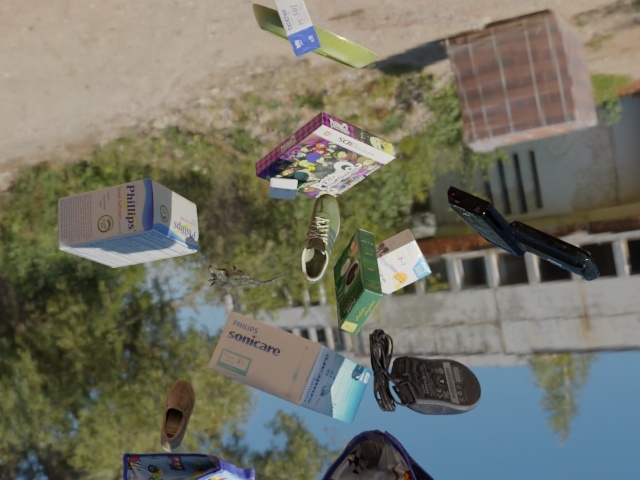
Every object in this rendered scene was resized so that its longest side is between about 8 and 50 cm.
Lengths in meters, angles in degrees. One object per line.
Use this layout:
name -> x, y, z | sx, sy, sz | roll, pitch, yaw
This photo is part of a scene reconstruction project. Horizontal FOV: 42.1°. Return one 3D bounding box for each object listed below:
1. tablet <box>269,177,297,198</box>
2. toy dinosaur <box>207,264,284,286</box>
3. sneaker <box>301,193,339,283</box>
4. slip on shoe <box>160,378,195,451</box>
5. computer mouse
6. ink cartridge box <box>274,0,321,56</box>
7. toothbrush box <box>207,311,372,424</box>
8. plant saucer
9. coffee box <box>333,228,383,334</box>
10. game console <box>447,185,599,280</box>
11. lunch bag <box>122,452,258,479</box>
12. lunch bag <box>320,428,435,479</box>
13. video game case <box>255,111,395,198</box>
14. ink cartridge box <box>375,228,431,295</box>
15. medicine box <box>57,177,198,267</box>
tablet -> -0.075, -0.104, 1.679 | 0.054, 0.006, 0.083 | 4, 157, -4
toy dinosaur -> -0.233, 0.103, 2.316 | 0.118, 0.064, 0.268 | 4, 179, 41
sneaker -> 0.000, 0.000, 1.741 | 0.064, 0.192, 0.086 | 12, -171, 2
slip on shoe -> -0.250, 0.298, 1.447 | 0.051, 0.135, 0.041 | 9, 140, 3
computer mouse -> 0.211, 0.298, 1.740 | 0.272, 0.188, 0.072 | 15, 138, -24
ink cartridge box -> -0.060, -0.402, 1.301 | 0.046, 0.207, 0.097 | -20, 171, 4
toothbrush box -> -0.053, 0.261, 1.681 | 0.216, 0.126, 0.295 | 17, 168, 26
plant saucer -> -0.014, -0.356, 1.474 | 0.241, 0.037, 0.241 | 22, -171, -4
coffee box -> 0.068, 0.076, 1.566 | 0.040, 0.113, 0.184 | 20, -147, -17
game console -> 0.431, -0.004, 1.758 | 0.361, 0.044, 0.213 | 31, 176, 44
lunch bag -> -0.282, 0.567, 1.939 | 0.293, 0.138, 0.221 | -17, 141, 18
lunch bag -> 0.105, 0.555, 1.382 | 0.239, 0.328, 0.385 | -6, -153, 9
video game case -> 0.009, -0.174, 1.808 | 0.210, 0.042, 0.232 | 20, 144, -37
ink cartridge box -> 0.150, 0.064, 1.923 | 0.181, 0.104, 0.061 | -27, -150, 7
medicine box -> -0.521, -0.040, 2.280 | 0.289, 0.149, 0.263 | -11, 164, 16
